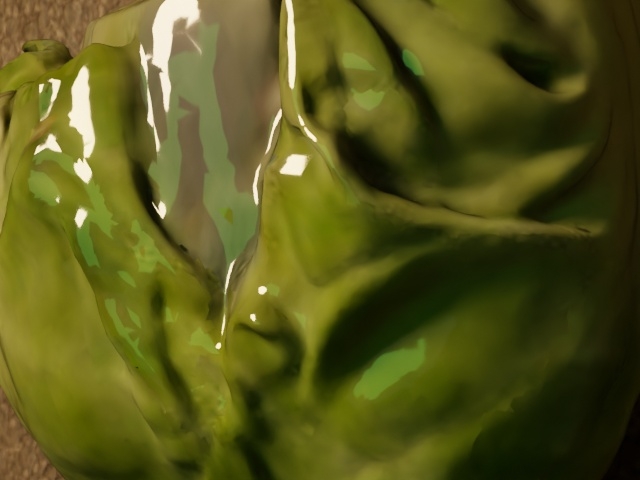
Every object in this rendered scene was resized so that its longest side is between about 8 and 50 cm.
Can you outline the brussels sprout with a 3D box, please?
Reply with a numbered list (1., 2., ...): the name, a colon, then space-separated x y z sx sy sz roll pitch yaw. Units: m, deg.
1. brussels sprout: 0.012 0.013 1.044 0.425 0.342 0.361 -14 104 45
